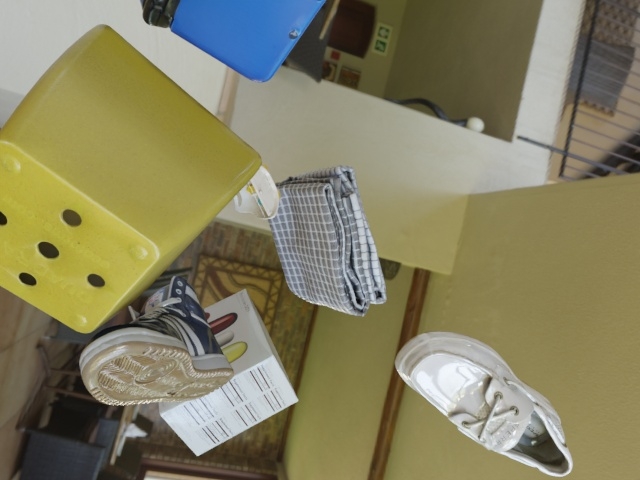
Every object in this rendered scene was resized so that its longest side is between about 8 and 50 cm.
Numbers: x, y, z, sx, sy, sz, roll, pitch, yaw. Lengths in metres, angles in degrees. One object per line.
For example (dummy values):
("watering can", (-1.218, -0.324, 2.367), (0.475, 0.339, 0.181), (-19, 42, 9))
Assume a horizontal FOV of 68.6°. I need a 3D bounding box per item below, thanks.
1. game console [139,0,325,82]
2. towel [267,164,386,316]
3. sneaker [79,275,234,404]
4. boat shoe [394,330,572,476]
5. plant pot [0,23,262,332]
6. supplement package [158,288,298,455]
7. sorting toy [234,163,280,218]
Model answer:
("game console", (-0.109, -0.396, 0.588), (0.293, 0.173, 0.250), (-37, -115, 46))
("towel", (0.000, 0.000, 0.956), (0.235, 0.121, 0.284), (6, -65, 58))
("sneaker", (-0.207, 0.109, 0.576), (0.153, 0.099, 0.282), (58, -2, 23))
("boat shoe", (0.211, 0.203, 0.567), (0.098, 0.277, 0.096), (-52, -159, 18))
("plant pot", (-0.216, -0.042, 0.463), (0.212, 0.212, 0.187), (-41, -159, 26))
("supplement package", (-0.182, 0.237, 0.873), (0.194, 0.203, 0.149), (53, -14, 50))
("sorting toy", (-0.106, -0.072, 0.686), (0.083, 0.075, 0.045), (66, 33, -23))
